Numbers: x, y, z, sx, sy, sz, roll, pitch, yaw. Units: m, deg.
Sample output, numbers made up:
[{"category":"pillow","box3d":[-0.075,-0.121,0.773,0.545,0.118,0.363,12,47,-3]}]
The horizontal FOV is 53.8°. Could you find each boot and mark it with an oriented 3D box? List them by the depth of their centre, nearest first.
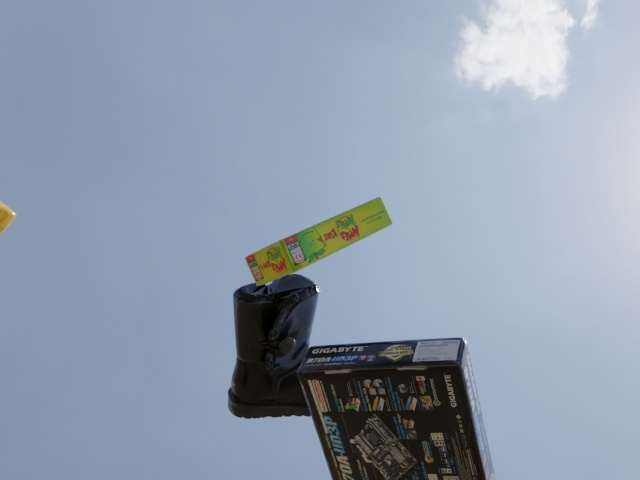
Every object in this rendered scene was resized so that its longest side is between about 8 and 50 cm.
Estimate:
[{"category":"boot","box3d":[-0.018,0.157,0.952,0.246,0.094,0.207,1,-69,-22]}]

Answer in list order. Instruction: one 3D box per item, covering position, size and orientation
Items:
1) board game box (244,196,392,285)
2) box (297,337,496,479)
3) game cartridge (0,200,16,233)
[{"category":"board game box","box3d":[0.000,0.000,0.833,0.092,0.181,0.043,-24,-90,52]},{"category":"box","box3d":[0.088,0.214,0.682,0.175,0.051,0.220,-8,-68,23]},{"category":"game cartridge","box3d":[-0.549,-0.142,0.730,0.285,0.324,0.053,32,-103,22]}]
